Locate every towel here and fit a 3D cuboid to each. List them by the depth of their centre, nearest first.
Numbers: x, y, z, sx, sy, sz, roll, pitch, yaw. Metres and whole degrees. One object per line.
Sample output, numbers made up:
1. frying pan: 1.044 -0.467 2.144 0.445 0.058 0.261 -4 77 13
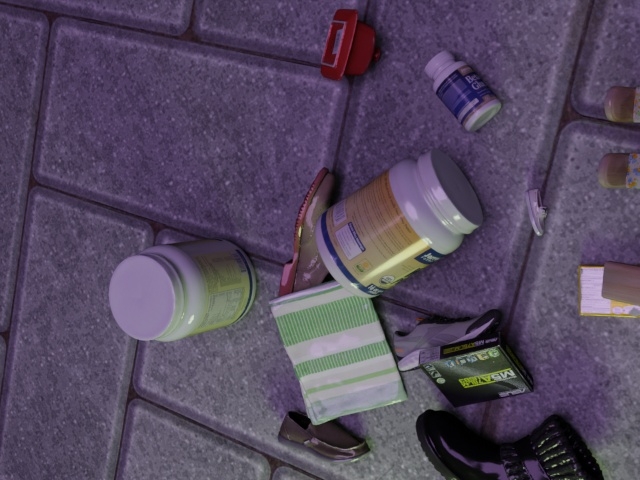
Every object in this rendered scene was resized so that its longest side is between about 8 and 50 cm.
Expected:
1. towel: 0.036 0.258 1.932 0.247 0.038 0.325 -18 97 15

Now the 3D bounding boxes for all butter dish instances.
1. butter dish: 0.081 -0.438 1.873 0.160 0.118 0.160 -136 59 -67

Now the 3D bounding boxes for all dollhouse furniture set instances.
1. dollhouse furniture set: 0.655 -0.087 1.441 0.362 0.256 0.394 13 104 49

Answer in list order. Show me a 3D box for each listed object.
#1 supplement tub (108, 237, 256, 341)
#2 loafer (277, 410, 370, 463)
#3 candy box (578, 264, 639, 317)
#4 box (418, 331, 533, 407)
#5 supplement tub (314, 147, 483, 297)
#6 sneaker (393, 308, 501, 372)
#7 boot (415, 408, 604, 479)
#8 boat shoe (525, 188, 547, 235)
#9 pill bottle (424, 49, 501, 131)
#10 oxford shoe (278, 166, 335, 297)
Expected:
1. supplement tub: -0.334 0.120 2.017 0.235 0.325 0.235 3 95 29
2. loafer: 0.004 0.474 1.995 0.251 0.094 0.087 7 102 28
3. candy box: 0.631 0.103 1.663 0.205 0.027 0.105 0 91 28
4. box: 0.335 0.283 1.766 0.190 0.045 0.184 -18 128 28
5. supplement tub: 0.170 -0.037 1.786 0.316 0.228 0.228 -33 79 27
6. sneaker: 0.275 0.206 1.827 0.271 0.100 0.108 -27 76 28
7. boot: 0.401 0.444 1.754 0.348 0.131 0.260 45 120 7
8. boat shoe: 0.463 -0.061 1.737 0.035 0.035 0.100 -16 80 31
9. pill bottle: 0.302 -0.326 1.767 0.094 0.094 0.169 -44 74 24
10. oxford shoe: 0.000 0.000 1.962 0.130 0.123 0.348 16 107 7
